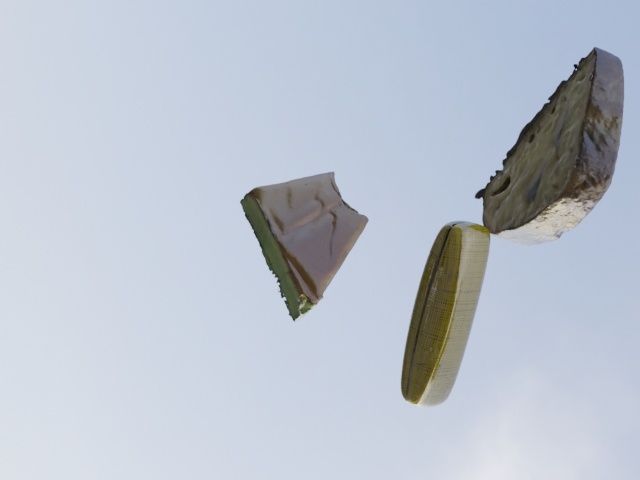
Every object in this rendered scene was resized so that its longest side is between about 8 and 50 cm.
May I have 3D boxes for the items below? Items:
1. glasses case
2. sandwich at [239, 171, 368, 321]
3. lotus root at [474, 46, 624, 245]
[{"bbox_3d":[0.148,0.090,1.369,0.064,0.079,0.234,24,-75,48],"label":"glasses case"},{"bbox_3d":[0.000,0.000,2.006,0.063,0.212,0.245,-47,-117,54],"label":"sandwich"},{"bbox_3d":[0.300,-0.095,1.424,0.260,0.074,0.170,-54,-155,35],"label":"lotus root"}]
